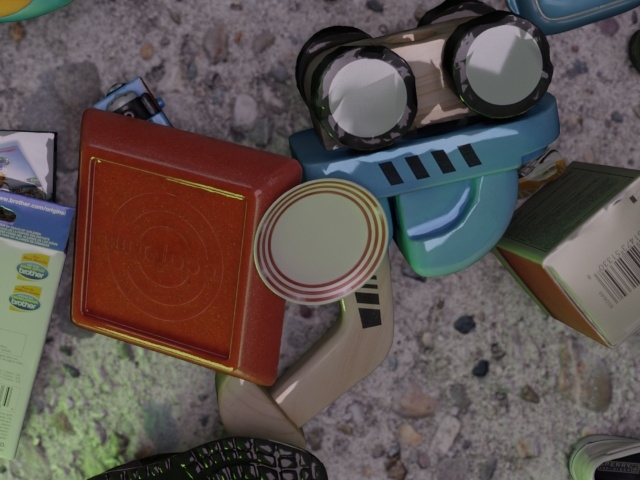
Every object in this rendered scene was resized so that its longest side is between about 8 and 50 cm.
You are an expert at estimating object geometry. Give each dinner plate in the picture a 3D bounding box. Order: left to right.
[{"bbox_3d":[0.000,0.000,1.303,0.141,0.017,0.141,-8,117,-16],"label":"dinner plate"}]

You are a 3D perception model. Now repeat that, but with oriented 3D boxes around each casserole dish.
[{"bbox_3d":[0.305,-0.307,1.489,0.188,0.037,0.114,-18,97,-4],"label":"casserole dish"}]

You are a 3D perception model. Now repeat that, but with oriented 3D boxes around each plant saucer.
[{"bbox_3d":[-0.158,0.014,1.356,0.258,0.048,0.259,15,113,19],"label":"plant saucer"}]

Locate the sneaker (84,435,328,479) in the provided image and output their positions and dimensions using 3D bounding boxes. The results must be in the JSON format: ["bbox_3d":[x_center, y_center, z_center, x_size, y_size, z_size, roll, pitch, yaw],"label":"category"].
[{"bbox_3d":[-0.127,0.264,1.436,0.283,0.124,0.107,-8,93,10],"label":"sneaker"}]

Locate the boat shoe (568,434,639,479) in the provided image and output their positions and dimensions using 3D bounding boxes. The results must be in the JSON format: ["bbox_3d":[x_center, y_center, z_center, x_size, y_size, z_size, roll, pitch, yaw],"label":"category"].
[{"bbox_3d":[0.429,0.279,1.537,0.258,0.084,0.095,-3,96,-6],"label":"boat shoe"}]

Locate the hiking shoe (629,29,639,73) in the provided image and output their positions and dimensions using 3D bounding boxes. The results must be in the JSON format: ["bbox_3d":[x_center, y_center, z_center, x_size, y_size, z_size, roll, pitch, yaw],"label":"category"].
[{"bbox_3d":[0.475,-0.240,1.476,0.227,0.114,0.086,-22,98,-4],"label":"hiking shoe"}]

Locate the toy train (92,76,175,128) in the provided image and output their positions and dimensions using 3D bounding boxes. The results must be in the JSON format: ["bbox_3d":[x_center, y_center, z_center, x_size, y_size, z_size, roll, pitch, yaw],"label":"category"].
[{"bbox_3d":[-0.178,-0.093,1.418,0.080,0.105,0.184,-32,99,-3],"label":"toy train"}]

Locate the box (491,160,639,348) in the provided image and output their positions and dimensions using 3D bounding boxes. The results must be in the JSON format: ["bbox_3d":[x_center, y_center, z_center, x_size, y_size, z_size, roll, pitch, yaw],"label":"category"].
[{"bbox_3d":[0.299,0.010,1.420,0.148,0.232,0.127,-41,99,-1],"label":"box"}]

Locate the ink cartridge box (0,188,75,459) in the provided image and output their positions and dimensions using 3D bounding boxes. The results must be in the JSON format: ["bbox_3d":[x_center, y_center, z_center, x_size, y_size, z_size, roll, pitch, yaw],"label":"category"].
[{"bbox_3d":[-0.386,0.076,1.396,0.186,0.065,0.311,14,110,-10],"label":"ink cartridge box"}]

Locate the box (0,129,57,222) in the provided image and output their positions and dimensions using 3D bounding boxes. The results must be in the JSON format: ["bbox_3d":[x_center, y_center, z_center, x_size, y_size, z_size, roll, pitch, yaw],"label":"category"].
[{"bbox_3d":[-0.411,-0.045,1.425,0.233,0.044,0.159,2,96,-7],"label":"box"}]

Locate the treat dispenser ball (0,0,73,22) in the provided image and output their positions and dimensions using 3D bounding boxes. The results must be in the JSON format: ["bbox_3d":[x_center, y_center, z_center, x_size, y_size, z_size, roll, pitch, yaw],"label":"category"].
[{"bbox_3d":[-0.327,-0.362,1.281,0.288,0.288,0.288,-1,96,-7],"label":"treat dispenser ball"}]

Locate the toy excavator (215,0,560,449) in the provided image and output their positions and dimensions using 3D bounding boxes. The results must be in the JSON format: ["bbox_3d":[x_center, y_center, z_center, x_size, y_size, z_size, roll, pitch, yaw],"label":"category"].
[{"bbox_3d":[0.064,-0.007,1.419,0.433,0.222,0.445,-14,106,-4],"label":"toy excavator"}]

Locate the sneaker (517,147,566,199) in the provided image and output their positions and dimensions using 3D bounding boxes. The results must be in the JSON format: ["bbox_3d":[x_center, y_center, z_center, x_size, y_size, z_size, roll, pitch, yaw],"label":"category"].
[{"bbox_3d":[0.246,-0.078,1.511,0.083,0.037,0.032,-28,136,16],"label":"sneaker"}]
